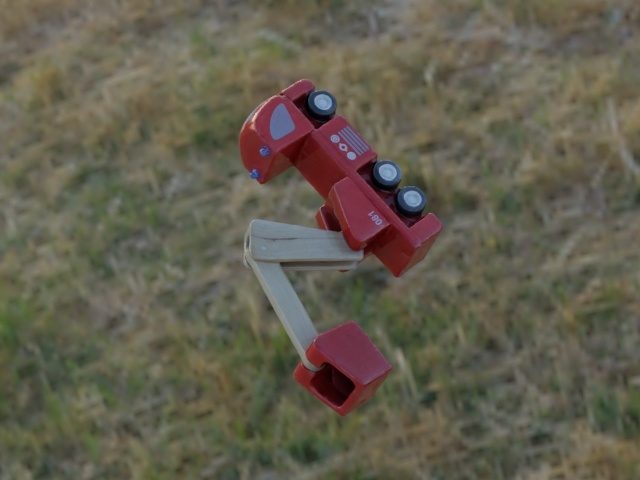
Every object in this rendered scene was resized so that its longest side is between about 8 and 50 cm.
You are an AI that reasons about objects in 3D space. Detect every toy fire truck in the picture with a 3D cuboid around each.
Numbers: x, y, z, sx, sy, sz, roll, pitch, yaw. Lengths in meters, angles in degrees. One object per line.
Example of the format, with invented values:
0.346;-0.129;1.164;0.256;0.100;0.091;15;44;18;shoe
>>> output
0.000;0.000;1.225;0.135;0.047;0.192;-35;75;-31;toy fire truck
